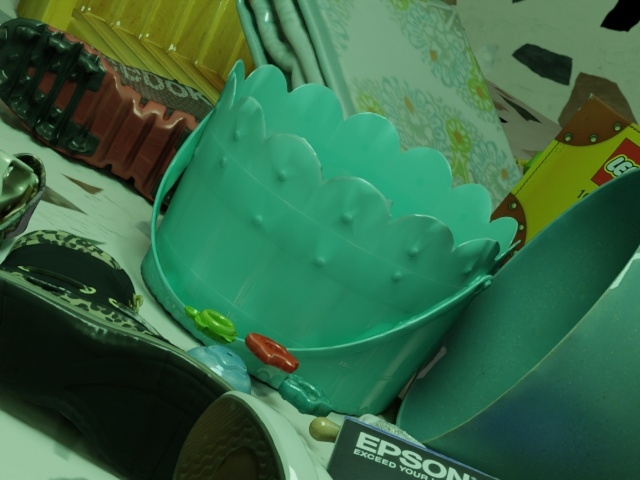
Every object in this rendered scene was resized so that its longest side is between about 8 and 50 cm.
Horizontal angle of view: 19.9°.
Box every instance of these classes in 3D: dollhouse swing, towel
[{"bbox_3d":[-0.100,-0.253,1.961,0.347,0.315,0.305,24,-5,-26],"label":"dollhouse swing"},{"bbox_3d":[0.080,-0.114,1.910,0.320,0.090,0.374,9,56,-51],"label":"towel"}]

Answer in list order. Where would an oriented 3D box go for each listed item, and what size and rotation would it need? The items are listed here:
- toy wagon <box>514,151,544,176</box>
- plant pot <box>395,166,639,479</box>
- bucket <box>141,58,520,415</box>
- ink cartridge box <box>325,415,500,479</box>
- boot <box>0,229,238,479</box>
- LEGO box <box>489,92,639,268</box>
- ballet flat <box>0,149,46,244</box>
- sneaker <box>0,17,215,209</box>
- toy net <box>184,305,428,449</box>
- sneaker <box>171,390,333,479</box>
[{"bbox_3d":[0.380,-0.024,2.291,0.344,0.068,0.267,36,-17,20],"label":"toy wagon"},{"bbox_3d":[0.228,0.112,1.415,0.195,0.290,0.290,44,13,-9],"label":"plant pot"},{"bbox_3d":[0.000,0.000,1.475,0.281,0.183,0.281,28,14,-8],"label":"bucket"},{"bbox_3d":[0.095,0.190,1.172,0.206,0.045,0.208,23,27,0],"label":"ink cartridge box"},{"bbox_3d":[-0.124,0.072,1.182,0.236,0.085,0.178,30,12,-3],"label":"boot"},{"bbox_3d":[0.436,0.123,1.748,0.500,0.193,0.372,41,3,36],"label":"LEGO box"},{"bbox_3d":[-0.244,-0.026,1.281,0.077,0.079,0.221,32,15,0],"label":"ballet flat"},{"bbox_3d":[-0.180,-0.115,1.671,0.276,0.097,0.135,31,15,-6],"label":"sneaker"},{"bbox_3d":[-0.006,0.130,1.315,0.232,0.045,0.122,30,12,-11],"label":"toy net"},{"bbox_3d":[0.003,0.204,0.989,0.123,0.106,0.290,28,23,-37],"label":"sneaker"}]
